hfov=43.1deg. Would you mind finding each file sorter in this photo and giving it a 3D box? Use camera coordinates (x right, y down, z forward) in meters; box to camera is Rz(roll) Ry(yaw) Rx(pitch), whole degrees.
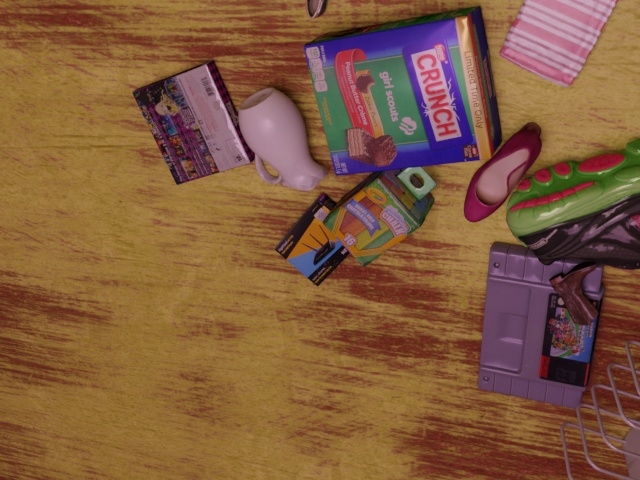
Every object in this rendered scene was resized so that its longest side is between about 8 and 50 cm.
[{"bbox_3d":[0.624,0.363,1.604,0.173,0.193,0.277,19,124,-5],"label":"file sorter"}]

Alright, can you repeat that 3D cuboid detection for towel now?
[{"bbox_3d":[0.416,-0.380,1.410,0.144,0.029,0.197,27,122,7],"label":"towel"}]

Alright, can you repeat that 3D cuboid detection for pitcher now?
[{"bbox_3d":[-0.100,-0.203,1.683,0.178,0.125,0.207,-3,128,42],"label":"pitcher"}]

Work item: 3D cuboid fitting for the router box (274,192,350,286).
[{"bbox_3d":[0.000,0.000,1.785,0.133,0.046,0.179,41,125,-1],"label":"router box"}]

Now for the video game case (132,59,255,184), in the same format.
[{"bbox_3d":[-0.275,-0.252,1.768,0.210,0.042,0.232,-14,111,29],"label":"video game case"}]

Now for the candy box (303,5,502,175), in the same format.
[{"bbox_3d":[0.158,-0.274,1.520,0.317,0.122,0.268,-5,114,24],"label":"candy box"}]

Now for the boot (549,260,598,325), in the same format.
[{"bbox_3d":[0.512,0.104,1.562,0.106,0.037,0.114,-30,93,41],"label":"boot"}]

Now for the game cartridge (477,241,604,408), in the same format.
[{"bbox_3d":[0.454,0.182,1.685,0.230,0.068,0.355,11,121,23],"label":"game cartridge"}]

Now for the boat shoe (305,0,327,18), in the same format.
[{"bbox_3d":[-0.007,-0.487,1.522,0.049,0.043,0.137,15,121,18],"label":"boat shoe"}]

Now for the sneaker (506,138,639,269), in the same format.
[{"bbox_3d":[0.584,-0.063,1.448,0.483,0.185,0.202,-9,131,31],"label":"sneaker"}]

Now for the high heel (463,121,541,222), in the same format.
[{"bbox_3d":[0.337,-0.110,1.535,0.082,0.117,0.244,38,125,0],"label":"high heel"}]

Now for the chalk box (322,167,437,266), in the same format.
[{"bbox_3d":[0.135,-0.071,1.635,0.132,0.132,0.213,47,125,-6],"label":"chalk box"}]
